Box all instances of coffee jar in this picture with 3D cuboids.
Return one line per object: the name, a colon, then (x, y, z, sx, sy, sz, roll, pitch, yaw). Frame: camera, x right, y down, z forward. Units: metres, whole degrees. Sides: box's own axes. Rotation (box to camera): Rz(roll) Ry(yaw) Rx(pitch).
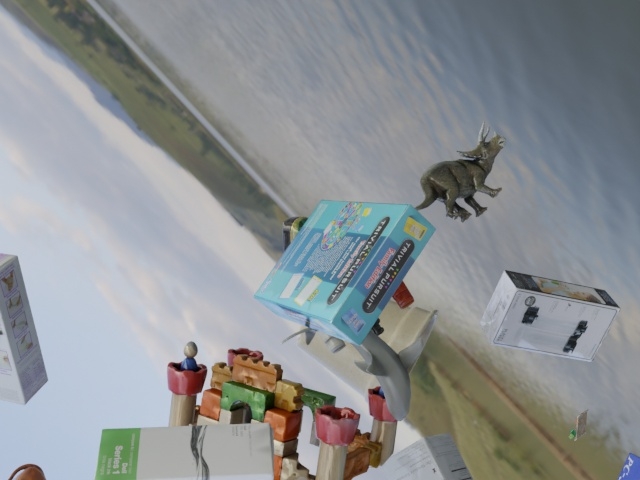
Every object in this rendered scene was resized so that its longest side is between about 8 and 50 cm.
coffee jar: (0.000, 0.000, 1.836, 0.184, 0.096, 0.079, 10, -157, 28)

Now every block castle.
block castle: (-0.078, 0.335, 1.676, 0.453, 0.213, 0.303, 10, -174, 30)

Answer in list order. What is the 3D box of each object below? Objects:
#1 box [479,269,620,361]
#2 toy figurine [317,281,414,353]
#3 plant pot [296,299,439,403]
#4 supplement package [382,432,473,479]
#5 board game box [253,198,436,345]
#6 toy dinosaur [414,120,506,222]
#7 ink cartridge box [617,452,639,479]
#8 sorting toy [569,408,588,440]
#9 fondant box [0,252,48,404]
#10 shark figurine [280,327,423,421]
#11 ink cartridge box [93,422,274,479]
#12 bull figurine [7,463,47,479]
box: (0.557, 0.186, 1.961, 0.290, 0.169, 0.087, 11, -154, -15)
toy figurine: (0.077, 0.135, 1.809, 0.213, 0.209, 0.148, -14, -118, -42)
plant pot: (0.116, 0.269, 2.230, 0.305, 0.334, 0.334, 28, 175, 14)
supplement package: (0.267, 0.576, 1.804, 0.134, 0.139, 0.244, 12, -135, -54)
board game box: (0.035, 0.048, 1.528, 0.079, 0.254, 0.336, 41, 166, -24)
toy dinosaur: (0.300, -0.127, 1.826, 0.160, 0.313, 0.121, 55, 158, 20)
ink cartridge box: (0.506, 0.462, 1.316, 0.046, 0.207, 0.097, 26, 178, -12)
sorting toy: (0.569, 0.410, 1.779, 0.012, 0.062, 0.083, 12, -168, 37)
fondant box: (-0.736, 0.178, 1.722, 0.096, 0.238, 0.330, -56, -31, -55)
shark figurine: (0.077, 0.219, 1.531, 0.278, 0.166, 0.116, 36, -156, 6)
ink cartridge box: (-0.169, 0.324, 1.037, 0.093, 0.219, 0.160, -102, 13, -57)
bull figurine: (-0.667, 0.685, 1.894, 0.310, 0.188, 0.101, 55, 142, 16)
